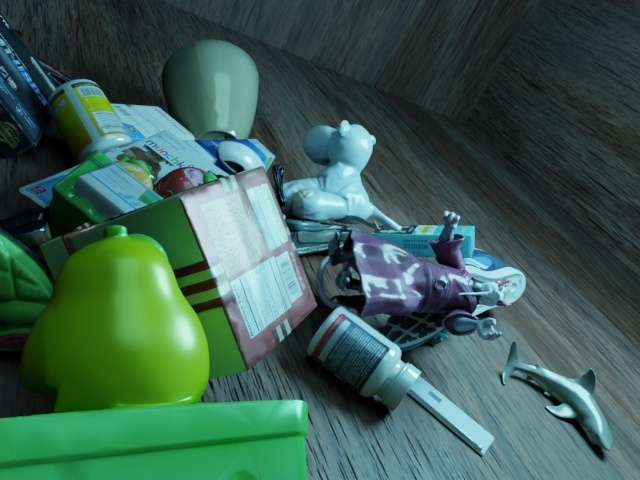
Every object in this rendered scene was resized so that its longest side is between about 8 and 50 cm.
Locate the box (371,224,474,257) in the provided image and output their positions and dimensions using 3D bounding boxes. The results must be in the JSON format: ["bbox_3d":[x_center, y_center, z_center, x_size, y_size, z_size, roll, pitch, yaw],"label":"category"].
[{"bbox_3d":[0.258,0.000,1.638,0.244,0.060,0.100,1,15,18],"label":"box"}]

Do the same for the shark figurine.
[{"bbox_3d":[0.530,0.309,1.421,0.278,0.116,0.166,39,24,16],"label":"shark figurine"}]

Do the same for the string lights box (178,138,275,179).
[{"bbox_3d":[-0.230,-0.153,1.462,0.077,0.133,0.259,42,28,19],"label":"string lights box"}]

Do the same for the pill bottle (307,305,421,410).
[{"bbox_3d":[0.077,0.206,1.129,0.180,0.108,0.108,35,25,14],"label":"pill bottle"}]

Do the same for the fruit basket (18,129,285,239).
[{"bbox_3d":[-0.280,-0.074,1.162,0.327,0.165,0.353,37,45,15],"label":"fruit basket"}]

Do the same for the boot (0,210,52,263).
[{"bbox_3d":[-0.441,0.019,0.992,0.082,0.106,0.219,-19,18,-24],"label":"boot"}]

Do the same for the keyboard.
[{"bbox_3d":[0.208,0.296,1.217,0.256,0.014,0.072,39,21,20],"label":"keyboard"}]

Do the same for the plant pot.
[{"bbox_3d":[-0.272,-0.320,1.660,0.256,0.256,0.274,15,45,-29],"label":"plant pot"}]

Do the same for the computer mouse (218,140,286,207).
[{"bbox_3d":[-0.139,-0.155,1.413,0.193,0.042,0.106,32,46,-40],"label":"computer mouse"}]

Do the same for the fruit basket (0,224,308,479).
[{"bbox_3d":[-0.205,0.192,0.628,0.392,0.283,0.392,26,37,-22],"label":"fruit basket"}]

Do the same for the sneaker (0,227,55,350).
[{"bbox_3d":[-0.528,-0.031,0.847,0.482,0.185,0.202,32,22,-2],"label":"sneaker"}]

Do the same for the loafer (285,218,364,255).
[{"bbox_3d":[0.000,0.000,1.511,0.096,0.084,0.267,8,2,41],"label":"loafer"}]

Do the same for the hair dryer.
[{"bbox_3d":[-0.716,-0.429,1.584,0.293,0.080,0.223,51,16,30],"label":"hair dryer"}]

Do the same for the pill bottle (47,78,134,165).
[{"bbox_3d":[-0.455,-0.213,1.324,0.117,0.117,0.215,-9,60,-54],"label":"pill bottle"}]

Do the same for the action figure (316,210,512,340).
[{"bbox_3d":[0.198,0.103,1.269,0.370,0.276,0.248,11,60,-15],"label":"action figure"}]

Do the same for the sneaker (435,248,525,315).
[{"bbox_3d":[0.329,0.089,1.654,0.322,0.130,0.236,-4,20,-30],"label":"sneaker"}]

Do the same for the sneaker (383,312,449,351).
[{"bbox_3d":[0.240,0.175,1.375,0.275,0.110,0.107,-22,35,-39],"label":"sneaker"}]

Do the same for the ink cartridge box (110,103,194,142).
[{"bbox_3d":[-0.413,-0.238,1.488,0.148,0.086,0.203,40,25,22],"label":"ink cartridge box"}]

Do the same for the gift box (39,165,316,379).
[{"bbox_3d":[-0.178,0.061,0.889,0.276,0.258,0.255,-24,96,-66],"label":"gift box"}]

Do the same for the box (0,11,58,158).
[{"bbox_3d":[-0.643,-0.345,1.278,0.295,0.073,0.293,61,8,-31],"label":"box"}]

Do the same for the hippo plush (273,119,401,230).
[{"bbox_3d":[0.026,-0.163,1.534,0.294,0.237,0.234,11,5,35],"label":"hippo plush"}]
